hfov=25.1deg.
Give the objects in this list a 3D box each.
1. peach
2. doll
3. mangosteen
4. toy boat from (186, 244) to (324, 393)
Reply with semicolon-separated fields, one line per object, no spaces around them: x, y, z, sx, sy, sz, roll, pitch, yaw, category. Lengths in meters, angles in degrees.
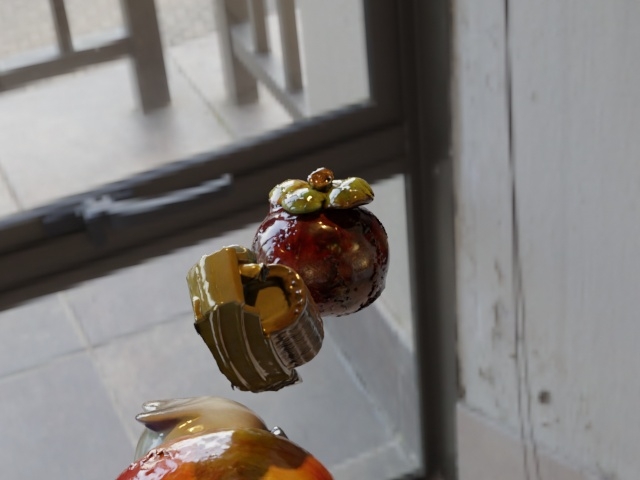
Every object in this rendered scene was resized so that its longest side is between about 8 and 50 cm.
-0.108;0.322;1.530;0.281;0.281;0.238;-4;12;2;peach
-0.110;0.372;1.880;0.226;0.370;0.215;-15;3;1;doll
0.000;0.000;1.686;0.166;0.180;0.166;3;16;-1;mangosteen
-0.059;0.082;1.467;0.115;0.310;0.089;-13;66;1;toy boat
